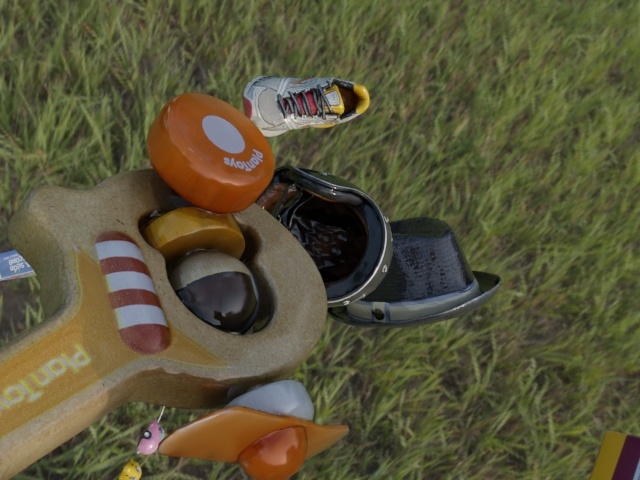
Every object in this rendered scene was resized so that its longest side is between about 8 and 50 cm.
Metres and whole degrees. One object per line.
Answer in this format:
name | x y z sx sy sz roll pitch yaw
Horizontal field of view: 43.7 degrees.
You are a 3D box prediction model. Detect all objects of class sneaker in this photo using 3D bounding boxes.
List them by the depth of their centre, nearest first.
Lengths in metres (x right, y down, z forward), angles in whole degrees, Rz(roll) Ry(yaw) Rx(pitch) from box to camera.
sneaker | -0.020 -0.204 1.154 0.225 0.092 0.088 -17 99 -43

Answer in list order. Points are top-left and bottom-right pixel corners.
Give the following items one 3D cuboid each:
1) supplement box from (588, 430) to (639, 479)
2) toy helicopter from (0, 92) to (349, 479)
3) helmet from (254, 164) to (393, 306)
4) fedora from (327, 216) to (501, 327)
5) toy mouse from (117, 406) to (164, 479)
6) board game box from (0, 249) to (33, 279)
supplement box | 0.204 0.161 0.335 0.188 0.081 0.104 7 33 31
toy helicopter | -0.104 0.070 0.437 0.235 0.140 0.355 48 34 4
helmet | 0.000 0.000 0.936 0.161 0.169 0.170 27 45 -27
fedora | 0.155 0.044 1.450 0.334 0.334 0.153 -20 103 -37
toy mouse | -0.278 0.329 1.300 0.031 0.161 0.143 31 61 -2
board game box | -0.330 0.014 1.085 0.201 0.136 0.035 -14 90 2
